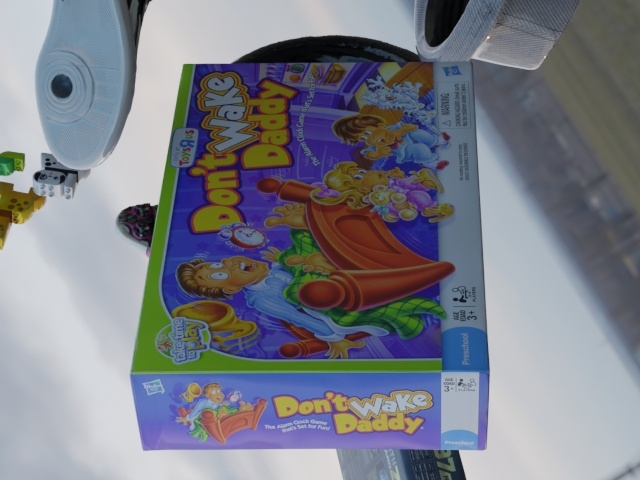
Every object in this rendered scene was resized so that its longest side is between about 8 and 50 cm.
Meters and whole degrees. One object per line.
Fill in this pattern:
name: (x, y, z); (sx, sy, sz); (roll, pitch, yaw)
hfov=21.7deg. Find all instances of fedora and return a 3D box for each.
fedora: (0.014, -0.111, 1.973); (0.334, 0.334, 0.152); (-112, 16, -56)
fedora: (0.192, -0.267, 1.672); (0.124, 0.243, 0.275); (19, -153, -13)

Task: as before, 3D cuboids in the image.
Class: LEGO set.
LEGO set: (-0.376, -0.047, 1.858); (0.093, 0.227, 0.087); (-80, -2, -46)

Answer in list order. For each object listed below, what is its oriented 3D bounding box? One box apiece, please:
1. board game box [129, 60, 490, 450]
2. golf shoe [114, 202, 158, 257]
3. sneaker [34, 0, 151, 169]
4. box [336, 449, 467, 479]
board game box: (0.000, 0.000, 1.220); (0.347, 0.233, 0.078); (-87, -4, -49)
golf shoe: (-0.168, 0.018, 1.962); (0.186, 0.086, 0.067); (24, -133, -30)
sneaker: (-0.149, -0.164, 1.248); (0.121, 0.079, 0.216); (-18, -68, -67)
box: (0.069, 0.200, 1.496); (0.183, 0.059, 0.232); (118, 140, -64)
